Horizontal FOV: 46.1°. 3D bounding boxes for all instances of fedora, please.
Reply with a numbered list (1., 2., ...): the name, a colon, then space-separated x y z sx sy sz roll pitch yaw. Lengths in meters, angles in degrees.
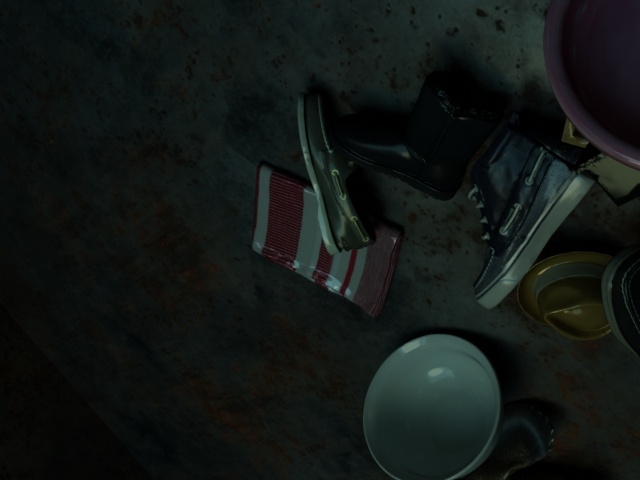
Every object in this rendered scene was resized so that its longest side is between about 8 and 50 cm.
1. fedora: 0.413 0.102 1.195 0.195 0.079 0.194 6 132 7

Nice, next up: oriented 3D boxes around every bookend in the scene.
1. bookend: 0.439 -0.087 0.950 0.157 0.072 0.156 47 140 -5

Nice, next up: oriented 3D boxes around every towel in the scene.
1. towel: 0.000 0.000 1.519 0.329 0.037 0.237 27 136 19

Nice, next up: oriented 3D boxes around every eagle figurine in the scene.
1. eagle figurine: 0.390 0.477 1.527 0.298 0.225 0.226 -36 144 20

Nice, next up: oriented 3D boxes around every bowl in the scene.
1. bowl: 0.241 0.343 1.471 0.298 0.297 0.134 -3 152 40

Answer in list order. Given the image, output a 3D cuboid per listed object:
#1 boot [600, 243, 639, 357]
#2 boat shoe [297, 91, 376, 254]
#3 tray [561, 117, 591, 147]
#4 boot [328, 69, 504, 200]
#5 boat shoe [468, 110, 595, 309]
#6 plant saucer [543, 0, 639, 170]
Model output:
1. boot: 0.568 0.181 1.036 0.377 0.138 0.284 57 173 -20
2. boat shoe: 0.028 -0.123 1.346 0.091 0.109 0.304 -10 109 13
3. tray: 0.528 -0.166 0.923 0.411 0.076 0.202 21 134 23
4. boot: 0.147 -0.190 1.191 0.247 0.094 0.207 28 141 8
5. boat shoe: 0.290 -0.047 1.181 0.158 0.127 0.340 33 129 9
6. plant saucer: 0.420 -0.221 0.825 0.332 0.332 0.084 22 179 23
